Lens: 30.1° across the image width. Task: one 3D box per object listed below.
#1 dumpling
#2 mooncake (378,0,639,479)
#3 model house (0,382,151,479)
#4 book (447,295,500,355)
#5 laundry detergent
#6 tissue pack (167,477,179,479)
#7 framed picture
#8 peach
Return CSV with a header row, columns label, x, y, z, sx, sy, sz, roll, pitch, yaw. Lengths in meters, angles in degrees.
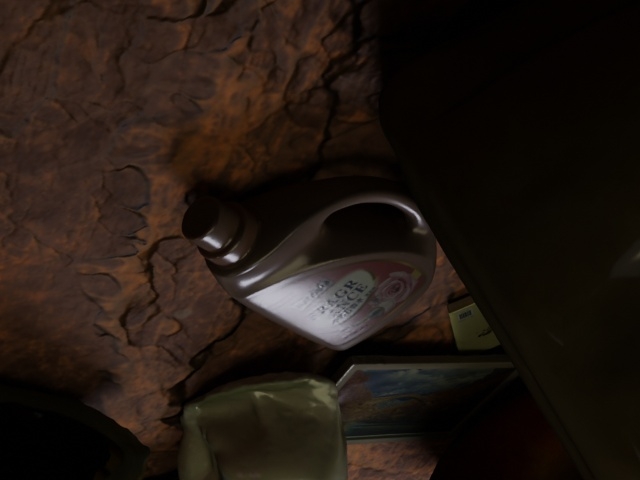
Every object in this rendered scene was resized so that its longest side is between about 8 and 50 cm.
label,x,y,z,sx,sy,sz,roll,pitch,yaw
dumpling,-0.061,0.240,1.239,0.179,0.131,0.252,0,118,2
mooncake,0.248,0.019,0.898,0.262,0.467,0.467,-34,143,5
model house,-0.314,0.258,1.089,0.239,0.173,0.268,-42,138,21
book,0.179,0.086,1.288,0.077,0.014,0.111,-22,145,-1
laundry detergent,0.000,0.000,1.032,0.171,0.076,0.237,-38,140,16
tissue pack,-0.177,0.366,1.364,0.316,0.103,0.228,-10,143,-17
framed picture,0.096,0.181,1.344,0.250,0.016,0.184,3,142,-33
peach,0.272,0.354,1.395,0.310,0.335,0.406,-9,145,-43
